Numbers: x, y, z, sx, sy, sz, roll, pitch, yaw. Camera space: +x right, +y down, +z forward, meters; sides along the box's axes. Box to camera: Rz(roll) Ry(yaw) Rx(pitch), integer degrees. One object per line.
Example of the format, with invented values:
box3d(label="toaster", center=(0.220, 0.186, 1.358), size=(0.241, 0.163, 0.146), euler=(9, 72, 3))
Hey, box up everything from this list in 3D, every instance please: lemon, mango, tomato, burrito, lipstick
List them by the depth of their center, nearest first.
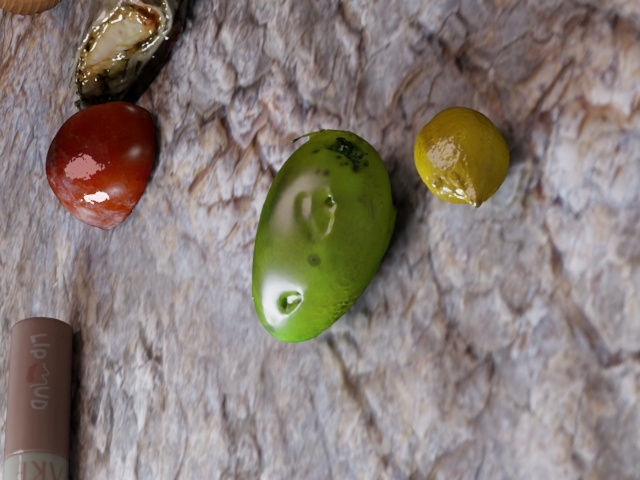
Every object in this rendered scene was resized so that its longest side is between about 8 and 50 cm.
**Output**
box3d(label="lemon", center=(0.099, -0.057, 0.964), size=(0.065, 0.065, 0.092), euler=(-55, 31, 30))
box3d(label="mango", center=(0.001, 0.000, 1.071), size=(0.119, 0.100, 0.178), euler=(-54, -16, -67))
box3d(label="lipstick", center=(-0.306, 0.211, 1.503), size=(0.070, 0.070, 0.255), euler=(-39, 45, 45))
box3d(label="burrito", center=(-0.193, -0.302, 1.527), size=(0.175, 0.107, 0.348), euler=(-170, 97, -73))
box3d(label="tomato", center=(-0.251, -0.089, 1.530), size=(0.159, 0.091, 0.139), euler=(-22, 60, 51))

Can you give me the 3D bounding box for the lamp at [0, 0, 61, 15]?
box3d(label="lamp", center=(-0.393, -0.367, 1.855), size=(0.136, 0.136, 0.136), euler=(-32, 51, 49))
